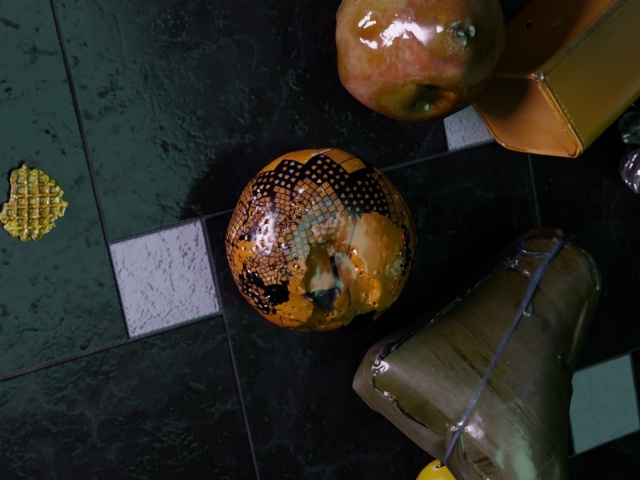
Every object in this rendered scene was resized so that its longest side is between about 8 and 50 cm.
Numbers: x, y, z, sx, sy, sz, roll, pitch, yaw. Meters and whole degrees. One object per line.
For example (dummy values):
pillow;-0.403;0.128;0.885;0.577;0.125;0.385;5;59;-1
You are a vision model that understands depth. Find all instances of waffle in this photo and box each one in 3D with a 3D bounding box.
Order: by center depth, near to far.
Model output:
waffle;-0.337;-0.041;1.498;0.078;0.016;0.085;32;83;-24

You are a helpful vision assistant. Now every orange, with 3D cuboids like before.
orange;0.000;0.000;1.572;0.234;0.182;0.234;-3;101;-14

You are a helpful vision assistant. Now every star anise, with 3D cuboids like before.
star anise;0.494;-0.182;1.823;0.223;0.109;0.236;12;107;-32

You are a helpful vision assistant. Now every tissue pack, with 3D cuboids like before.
tissue pack;0.350;-0.251;1.698;0.274;0.194;0.145;-43;112;-14

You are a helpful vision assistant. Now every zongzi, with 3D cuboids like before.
zongzi;0.295;0.197;1.659;0.356;0.174;0.393;-40;70;-17

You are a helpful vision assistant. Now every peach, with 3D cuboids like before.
peach;0.124;-0.250;1.573;0.214;0.235;0.214;1;88;-19

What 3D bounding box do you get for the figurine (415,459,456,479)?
figurine;0.173;0.397;1.741;0.185;0.127;0.234;50;61;-34
